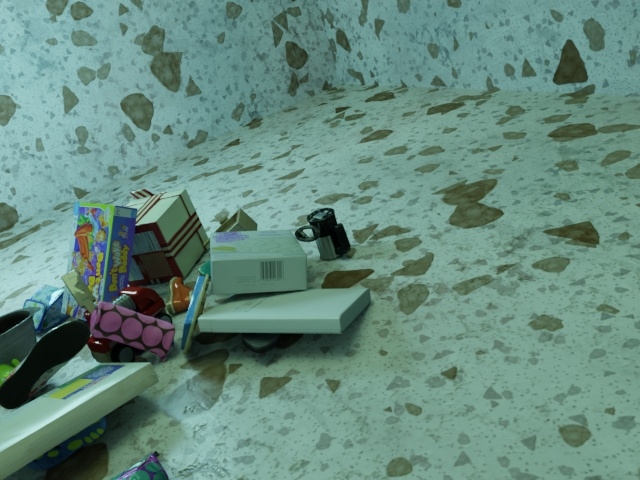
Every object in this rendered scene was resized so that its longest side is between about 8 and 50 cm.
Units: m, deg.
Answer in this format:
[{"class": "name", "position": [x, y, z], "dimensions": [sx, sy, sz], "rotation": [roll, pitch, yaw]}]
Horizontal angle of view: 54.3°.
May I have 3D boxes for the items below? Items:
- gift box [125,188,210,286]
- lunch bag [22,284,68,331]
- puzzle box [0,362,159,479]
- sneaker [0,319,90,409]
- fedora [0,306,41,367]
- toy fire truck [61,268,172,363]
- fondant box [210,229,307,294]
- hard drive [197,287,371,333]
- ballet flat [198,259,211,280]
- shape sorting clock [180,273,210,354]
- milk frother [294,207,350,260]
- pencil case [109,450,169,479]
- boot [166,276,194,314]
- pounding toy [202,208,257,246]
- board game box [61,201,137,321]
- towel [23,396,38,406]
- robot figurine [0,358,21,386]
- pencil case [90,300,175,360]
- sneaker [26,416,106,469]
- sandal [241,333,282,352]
[{"class": "gift box", "position": [-0.553, -0.022, 2.071], "dimensions": [0.276, 0.255, 0.258], "rotation": [-5, 29, 19]}, {"class": "lunch bag", "position": [-0.869, 0.220, 1.977], "dimensions": [0.129, 0.096, 0.151], "rotation": [6, 48, 38]}, {"class": "puzzle box", "position": [-0.580, 0.381, 1.335], "dimensions": [0.409, 0.052, 0.272], "rotation": [-29, 11, -41]}, {"class": "sneaker", "position": [-0.693, 0.300, 1.582], "dimensions": [0.270, 0.090, 0.145], "rotation": [-47, 10, -11]}, {"class": "fedora", "position": [-0.894, 0.297, 1.778], "dimensions": [0.275, 0.124, 0.244], "rotation": [-11, 22, 35]}, {"class": "toy fire truck", "position": [-0.547, 0.175, 1.651], "dimensions": [0.159, 0.246, 0.217], "rotation": [3, 31, 37]}, {"class": "fondant box", "position": [-0.178, 0.051, 1.692], "dimensions": [0.238, 0.096, 0.330], "rotation": [-2, 12, -10]}, {"class": "hard drive", "position": [-0.080, 0.166, 1.499], "dimensions": [0.353, 0.047, 0.233], "rotation": [-3, 11, 22]}, {"class": "ballet flat", "position": [-0.263, 0.072, 1.892], "dimensions": [0.241, 0.077, 0.091], "rotation": [-30, 61, -32]}, {"class": "shape sorting clock", "position": [-0.309, 0.184, 1.564], "dimensions": [0.040, 0.206, 0.206], "rotation": [14, 25, -6]}, {"class": "milk frother", "position": [0.000, 0.000, 1.787], "dimensions": [0.143, 0.134, 0.129], "rotation": [-25, 25, -13]}, {"class": "pencil case", "position": [-0.360, 0.453, 1.151], "dimensions": [0.152, 0.070, 0.064], "rotation": [-27, 26, -17]}, {"class": "boot", "position": [-0.402, 0.155, 1.835], "dimensions": [0.085, 0.059, 0.158], "rotation": [-15, 33, -1]}, {"class": "pounding toy", "position": [-0.295, -0.011, 2.060], "dimensions": [0.181, 0.094, 0.206], "rotation": [-42, 20, 13]}, {"class": "board game box", "position": [-0.665, 0.065, 1.870], "dimensions": [0.233, 0.347, 0.078], "rotation": [5, -2, 41]}, {"class": "towel", "position": [-0.714, 0.427, 1.498], "dimensions": [0.067, 0.029, 0.119], "rotation": [4, 32, 39]}, {"class": "robot figurine", "position": [-0.830, 0.368, 1.655], "dimensions": [0.115, 0.067, 0.101], "rotation": [8, 45, 43]}, {"class": "pencil case", "position": [-0.468, 0.226, 1.555], "dimensions": [0.095, 0.209, 0.098], "rotation": [-29, 43, 60]}, {"class": "sneaker", "position": [-0.552, 0.432, 1.352], "dimensions": [0.188, 0.067, 0.078], "rotation": [-26, 4, -14]}, {"class": "sandal", "position": [-0.152, 0.226, 1.529], "dimensions": [0.097, 0.054, 0.254], "rotation": [-16, 14, -14]}]
